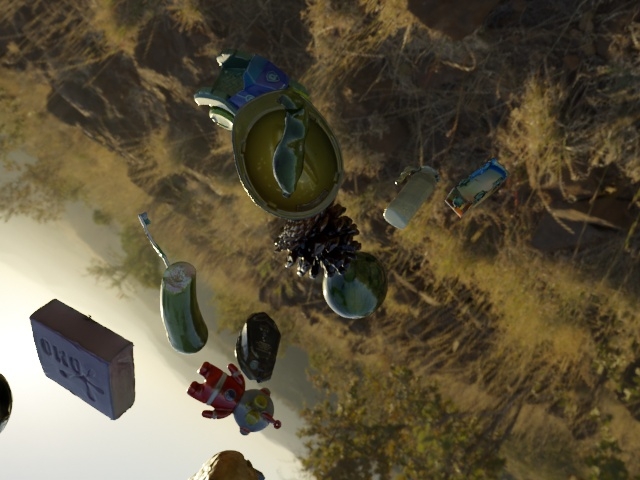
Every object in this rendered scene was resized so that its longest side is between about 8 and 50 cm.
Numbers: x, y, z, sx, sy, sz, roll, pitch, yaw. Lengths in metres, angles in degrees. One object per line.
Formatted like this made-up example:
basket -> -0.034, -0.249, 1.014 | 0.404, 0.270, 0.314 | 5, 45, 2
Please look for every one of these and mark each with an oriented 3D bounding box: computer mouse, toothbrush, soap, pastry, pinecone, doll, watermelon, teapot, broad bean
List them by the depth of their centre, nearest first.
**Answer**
broad bean -> -0.053, -0.164, 0.959 | 0.048, 0.070, 0.213 | 29, 133, 34
pinecone -> 0.000, 0.000, 1.263 | 0.208, 0.207, 0.207 | 28, 160, 11
pastry -> -0.262, 0.671, 1.312 | 0.184, 0.315, 0.284 | 43, -170, -5
doll -> -0.200, 0.392, 1.321 | 0.245, 0.142, 0.076 | 32, 155, -3
computer mouse -> -0.158, 0.260, 1.336 | 0.106, 0.192, 0.062 | 31, 133, -29
watermelon -> 0.098, 0.112, 1.533 | 0.188, 0.214, 0.188 | 1, 164, 0
soap -> -0.671, 0.342, 1.561 | 0.296, 0.107, 0.285 | 24, 131, 17
teapot -> 0.255, -0.137, 1.578 | 0.107, 0.200, 0.077 | 32, 153, 17
toothbrush -> -0.538, 0.043, 1.830 | 0.030, 0.030, 0.303 | 10, 126, 47

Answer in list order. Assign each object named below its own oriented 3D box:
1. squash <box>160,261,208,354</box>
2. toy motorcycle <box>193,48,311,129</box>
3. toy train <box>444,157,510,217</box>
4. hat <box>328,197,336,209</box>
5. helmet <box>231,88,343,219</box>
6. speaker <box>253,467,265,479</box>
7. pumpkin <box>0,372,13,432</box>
squash -> -0.273, 0.146, 1.086 | 0.083, 0.083, 0.250 | 26, 140, 19
toy motorcycle -> -0.186, -0.428, 1.509 | 0.327, 0.191, 0.200 | 13, 161, 36
toy train -> 0.402, -0.135, 1.416 | 0.072, 0.188, 0.099 | 51, 157, 10
hat -> -0.105, -0.167, 1.628 | 0.233, 0.244, 0.234 | 22, 151, -39
helmet -> -0.067, -0.177, 1.110 | 0.140, 0.205, 0.256 | -103, -10, -74
speaker -> -0.220, 0.717, 1.483 | 0.040, 0.191, 0.046 | 34, 168, -13
pumpkin -> -0.911, 0.387, 1.298 | 0.323, 0.241, 0.323 | 25, 176, 2
